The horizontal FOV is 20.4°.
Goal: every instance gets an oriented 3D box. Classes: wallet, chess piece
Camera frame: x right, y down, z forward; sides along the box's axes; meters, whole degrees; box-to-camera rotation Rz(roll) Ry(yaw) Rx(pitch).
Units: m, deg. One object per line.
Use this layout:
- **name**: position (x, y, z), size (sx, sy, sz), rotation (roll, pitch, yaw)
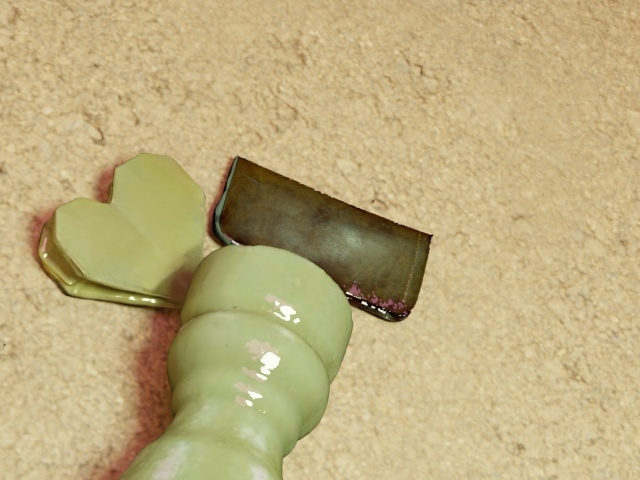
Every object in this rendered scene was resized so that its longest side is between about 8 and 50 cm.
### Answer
- **wallet**: position (0.000, 0.000, 2.040), size (0.255, 0.031, 0.137), rotation (23, 53, -9)
- **chess piece**: position (-0.096, 0.219, 1.752), size (0.234, 0.234, 0.442), rotation (25, 48, -8)

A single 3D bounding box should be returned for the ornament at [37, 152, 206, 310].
- **ornament**: position (-0.190, 0.007, 1.934), size (0.180, 0.059, 0.201), rotation (48, 51, 6)
